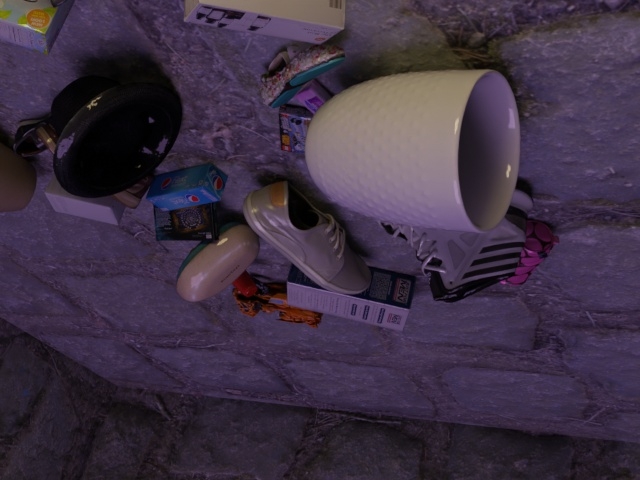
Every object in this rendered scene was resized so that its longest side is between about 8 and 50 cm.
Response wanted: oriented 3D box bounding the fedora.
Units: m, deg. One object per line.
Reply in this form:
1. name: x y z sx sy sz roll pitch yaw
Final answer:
1. fedora: -0.450 -0.242 1.641 0.152 0.334 0.334 46 159 16

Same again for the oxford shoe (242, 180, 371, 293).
1. oxford shoe: 0.000 0.000 1.938 0.130 0.169 0.449 -30 133 26

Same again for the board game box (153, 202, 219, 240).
1. board game box: -0.351 -0.062 2.031 0.186 0.126 0.026 1 -171 27

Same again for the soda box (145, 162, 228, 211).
1. soda box: -0.332 -0.129 1.932 0.210 0.071 0.067 -7 147 37

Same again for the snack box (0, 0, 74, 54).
1. snack box: -0.533 -0.431 1.329 0.207 0.174 0.070 18 155 -5

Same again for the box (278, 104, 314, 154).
1. box: -0.038 -0.228 1.636 0.094 0.027 0.137 11 153 5

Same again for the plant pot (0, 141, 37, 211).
1. plant pot: -0.876 -0.169 1.982 0.257 0.256 0.274 -11 159 41

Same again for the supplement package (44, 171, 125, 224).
1. supplement package: -0.606 -0.124 2.048 0.180 0.105 0.105 13 153 5

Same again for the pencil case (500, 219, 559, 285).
1. pencil case: 0.475 0.036 1.826 0.098 0.095 0.209 0 156 -5

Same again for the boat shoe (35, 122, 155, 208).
1. boat shoe: -0.516 -0.196 1.842 0.123 0.123 0.342 43 -179 38

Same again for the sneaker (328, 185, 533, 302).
1. sneaker: 0.208 -0.013 1.651 0.448 0.257 0.169 10 164 9

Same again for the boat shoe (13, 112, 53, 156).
1. boat shoe: -0.639 -0.248 1.854 0.233 0.079 0.084 -7 145 32

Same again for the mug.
1. mug: 0.178 -0.161 1.435 0.328 0.276 0.374 6 -176 34

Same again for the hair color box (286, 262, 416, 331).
1. hair color box: 0.083 0.146 2.219 0.348 0.105 0.174 13 154 4

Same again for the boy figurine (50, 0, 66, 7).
1. boy figurine: -0.474 -0.505 1.206 0.092 0.177 0.285 -32 119 7

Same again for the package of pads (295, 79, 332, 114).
1. package of pads: -0.009 -0.276 1.522 0.050 0.031 0.083 -9 145 41

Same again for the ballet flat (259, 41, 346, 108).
1. ballet flat: -0.047 -0.312 1.412 0.241 0.091 0.077 -22 92 53

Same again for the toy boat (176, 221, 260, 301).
1. toy boat: -0.276 0.065 2.165 0.148 0.267 0.318 48 179 22

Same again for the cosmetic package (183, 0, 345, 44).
1. cosmetic package: -0.088 -0.367 1.245 0.239 0.060 0.099 3 178 -23

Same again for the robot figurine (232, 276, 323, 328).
1. robot figurine: -0.143 0.195 2.455 0.291 0.085 0.211 9 152 12
